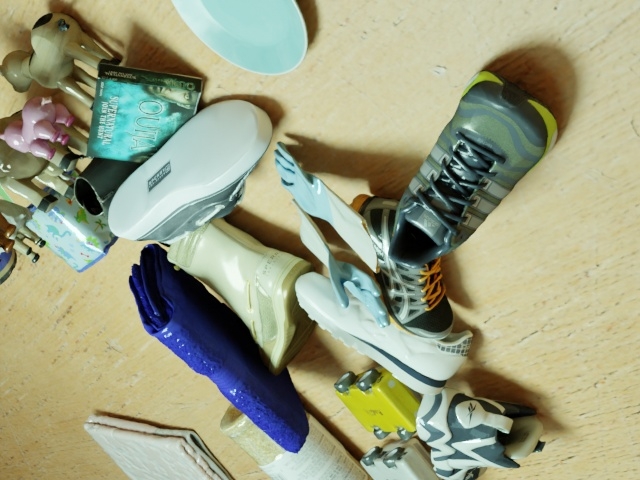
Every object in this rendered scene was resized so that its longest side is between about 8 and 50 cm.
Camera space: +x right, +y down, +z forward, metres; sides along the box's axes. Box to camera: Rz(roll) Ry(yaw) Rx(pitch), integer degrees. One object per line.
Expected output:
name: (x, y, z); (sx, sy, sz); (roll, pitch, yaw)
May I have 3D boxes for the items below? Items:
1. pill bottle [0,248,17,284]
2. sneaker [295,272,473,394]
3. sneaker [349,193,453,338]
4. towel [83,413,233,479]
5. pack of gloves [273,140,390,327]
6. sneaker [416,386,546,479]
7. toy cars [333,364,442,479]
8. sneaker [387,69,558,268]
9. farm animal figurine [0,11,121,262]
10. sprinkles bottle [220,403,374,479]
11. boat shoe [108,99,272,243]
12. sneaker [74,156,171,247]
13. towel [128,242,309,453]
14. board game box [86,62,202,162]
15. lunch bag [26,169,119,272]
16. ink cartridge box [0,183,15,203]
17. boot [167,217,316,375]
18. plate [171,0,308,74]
pill bottle: (-0.597, -0.023, 2.255); (0.123, 0.123, 0.219); (18, 146, 31)
sneaker: (0.079, 0.097, 1.736); (0.235, 0.090, 0.095); (31, 114, 0)
sneaker: (0.108, 0.036, 1.623); (0.083, 0.084, 0.215); (-4, 130, 43)
towel: (-0.275, 0.469, 2.675); (0.317, 0.053, 0.332); (0, 135, 46)
pack of gloves: (0.000, 0.000, 1.626); (0.232, 0.046, 0.195); (46, 162, 47)
sneaker: (0.229, 0.271, 1.807); (0.153, 0.094, 0.235); (10, 149, 26)
toy cars: (0.116, 0.271, 1.945); (0.176, 0.087, 0.393); (36, 158, 33)
sneaker: (0.149, -0.060, 1.400); (0.111, 0.121, 0.300); (33, 150, 7)
farm animal figurine: (-0.400, -0.139, 1.794); (0.172, 0.330, 0.327); (33, 179, 3)
sprinkles bottle: (0.002, 0.373, 2.170); (0.355, 0.121, 0.121); (45, 150, -13)
boat shoe: (-0.143, -0.074, 1.705); (0.102, 0.108, 0.301); (18, 142, -37)
sneaker: (-0.263, -0.047, 1.864); (0.083, 0.118, 0.222); (14, 143, 35)
towel: (-0.148, 0.159, 1.942); (0.308, 0.076, 0.227); (46, -170, -30)
board game box: (-0.222, -0.153, 1.704); (0.126, 0.026, 0.186); (7, 153, -11)
lunch bag: (-0.376, -0.022, 2.047); (0.129, 0.096, 0.151); (44, 140, -12)
ink cartridge box: (-0.523, -0.143, 2.067); (0.109, 0.062, 0.209); (5, 138, 44)
boot: (-0.110, 0.067, 1.887); (0.203, 0.095, 0.262); (30, 153, 16)
plate: (-0.088, -0.258, 1.475); (0.188, 0.024, 0.188); (28, 149, 18)
